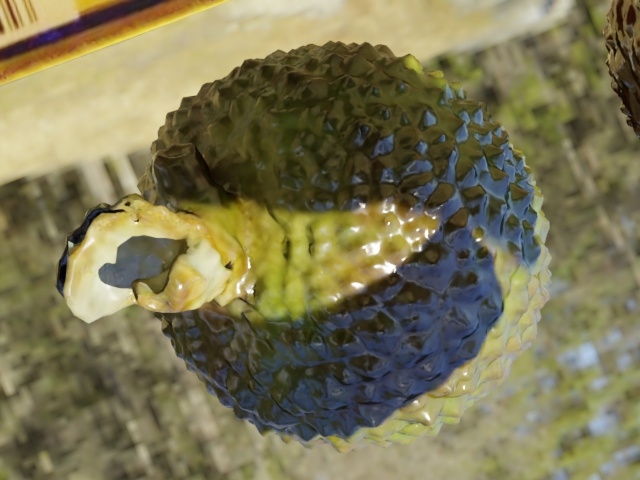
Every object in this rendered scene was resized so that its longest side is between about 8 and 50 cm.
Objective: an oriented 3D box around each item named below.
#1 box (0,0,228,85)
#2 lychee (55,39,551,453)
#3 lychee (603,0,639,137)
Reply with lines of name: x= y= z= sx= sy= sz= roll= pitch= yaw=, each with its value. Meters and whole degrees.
box: x=-0.077 y=-0.135 z=0.858 sx=0.301 sy=0.084 sz=0.193 roll=-19 pitch=-170 yaw=12
lychee: x=0.008 y=0.001 z=1.275 sx=0.270 sy=0.270 sz=0.320 roll=-22 pitch=145 yaw=21
lychee: x=0.213 y=-0.092 z=0.850 sx=0.194 sy=0.194 sz=0.194 roll=-22 pitch=-179 yaw=1
